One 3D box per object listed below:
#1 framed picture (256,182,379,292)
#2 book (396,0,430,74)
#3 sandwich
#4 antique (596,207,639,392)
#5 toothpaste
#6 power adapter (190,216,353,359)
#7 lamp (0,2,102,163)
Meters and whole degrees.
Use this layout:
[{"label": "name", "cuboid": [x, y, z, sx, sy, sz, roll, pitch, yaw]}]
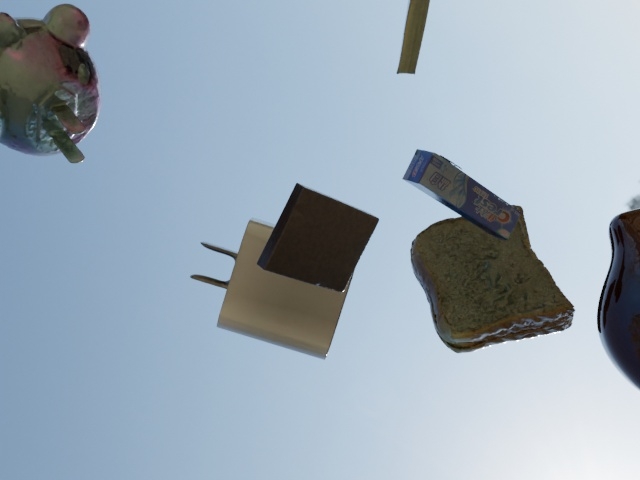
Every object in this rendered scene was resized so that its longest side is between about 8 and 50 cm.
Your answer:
[{"label": "framed picture", "cuboid": [0.000, 0.000, 1.108, 0.168, 0.128, 0.023, 19, -170, -46]}, {"label": "book", "cuboid": [0.136, -0.374, 0.983, 0.025, 0.215, 0.282, 10, -136, 3]}, {"label": "sandwich", "cuboid": [0.341, 0.075, 1.606, 0.271, 0.099, 0.301, -12, -128, -6]}, {"label": "antique", "cuboid": [0.395, 0.079, 0.765, 0.129, 0.224, 0.278, 25, -133, -74]}, {"label": "toothpaste", "cuboid": [0.265, -0.081, 1.418, 0.272, 0.066, 0.053, 27, 178, -37]}, {"label": "power adapter", "cuboid": [-0.083, 0.068, 1.263, 0.255, 0.187, 0.124, 18, -176, -3]}, {"label": "lamp", "cuboid": [-0.446, -0.193, 1.084, 0.301, 0.247, 0.247, -23, -124, -36]}]
